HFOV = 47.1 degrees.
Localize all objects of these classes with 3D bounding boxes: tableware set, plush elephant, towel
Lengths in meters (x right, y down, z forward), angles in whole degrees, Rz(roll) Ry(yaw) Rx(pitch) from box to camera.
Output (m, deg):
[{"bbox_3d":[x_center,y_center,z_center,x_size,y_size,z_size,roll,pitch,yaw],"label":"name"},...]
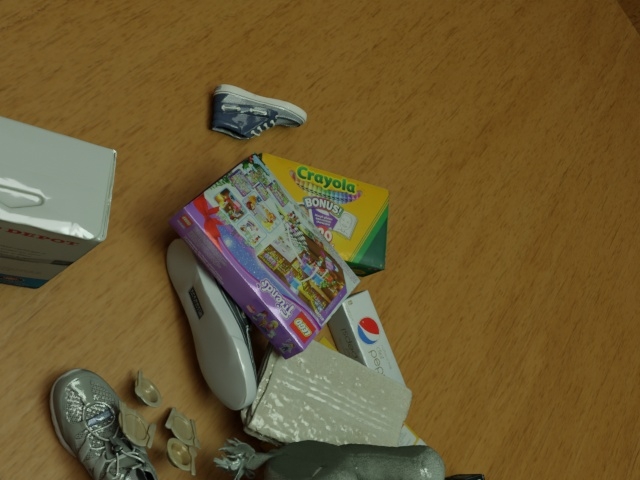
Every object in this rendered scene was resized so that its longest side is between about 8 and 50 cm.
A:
[{"bbox_3d":[-0.239,0.279,1.109,0.169,0.020,0.141,46,12,-23],"label":"tableware set"},{"bbox_3d":[-0.009,0.444,1.071,0.272,0.330,0.255,-26,115,-58],"label":"plush elephant"},{"bbox_3d":[0.015,0.281,1.224,0.282,0.049,0.187,29,59,-15],"label":"towel"}]

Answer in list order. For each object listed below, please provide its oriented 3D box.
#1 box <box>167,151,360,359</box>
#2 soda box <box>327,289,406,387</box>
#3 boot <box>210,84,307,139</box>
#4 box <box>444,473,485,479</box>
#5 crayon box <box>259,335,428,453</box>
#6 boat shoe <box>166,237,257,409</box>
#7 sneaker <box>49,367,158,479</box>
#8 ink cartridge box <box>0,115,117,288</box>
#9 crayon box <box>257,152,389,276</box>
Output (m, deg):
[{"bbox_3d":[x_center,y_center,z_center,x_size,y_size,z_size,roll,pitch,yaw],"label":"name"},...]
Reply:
[{"bbox_3d":[-0.084,0.021,1.209,0.293,0.057,0.201,51,44,-7],"label":"box"},{"bbox_3d":[0.084,0.209,1.391,0.074,0.069,0.216,-21,89,-38],"label":"soda box"},{"bbox_3d":[-0.118,-0.225,1.392,0.190,0.069,0.086,12,76,-24],"label":"boot"},{"bbox_3d":[0.238,0.534,1.391,0.180,0.077,0.147,-1,75,-35],"label":"box"},{"bbox_3d":[0.041,0.356,1.286,0.323,0.083,0.203,48,54,-4],"label":"crayon box"},{"bbox_3d":[-0.156,0.127,1.204,0.102,0.108,0.301,-4,58,-44],"label":"boat shoe"},{"bbox_3d":[-0.289,0.308,1.062,0.105,0.115,0.281,-31,94,-38],"label":"sneaker"},{"bbox_3d":[-0.427,-0.043,0.953,0.223,0.307,0.129,15,68,-32],"label":"ink cartridge box"},{"bbox_3d":[-0.010,-0.043,1.376,0.278,0.081,0.165,14,70,-25],"label":"crayon box"}]
